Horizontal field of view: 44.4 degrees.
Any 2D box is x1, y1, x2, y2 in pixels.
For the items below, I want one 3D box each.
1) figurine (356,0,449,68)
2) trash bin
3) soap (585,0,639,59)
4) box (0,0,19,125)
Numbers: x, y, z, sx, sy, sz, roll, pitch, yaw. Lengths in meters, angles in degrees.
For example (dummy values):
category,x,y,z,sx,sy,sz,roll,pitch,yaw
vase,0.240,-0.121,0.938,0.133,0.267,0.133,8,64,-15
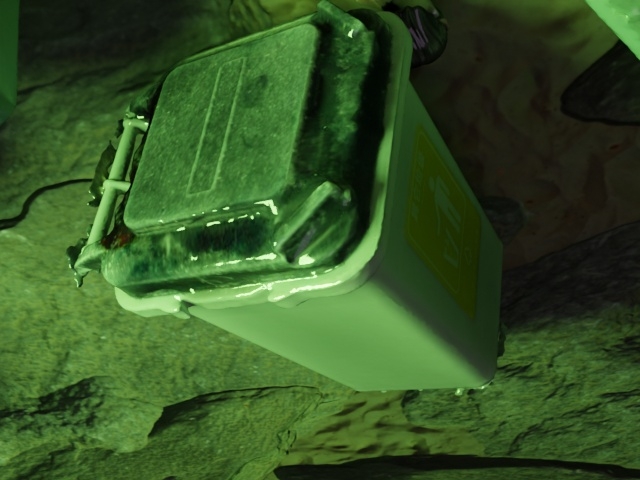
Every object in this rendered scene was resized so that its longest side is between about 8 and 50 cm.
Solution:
category,x,y,z,sx,sy,sz,roll,pitch,yaw
figurine,0.057,-0.195,0.658,0.072,0.054,0.129,-19,133,28
trash bin,0.000,0.000,0.727,0.296,0.256,0.367,-11,147,31
soap,0.301,-0.207,0.472,0.446,0.156,0.261,32,131,-32
box,-0.312,-0.159,0.566,0.162,0.227,0.130,-23,147,21
